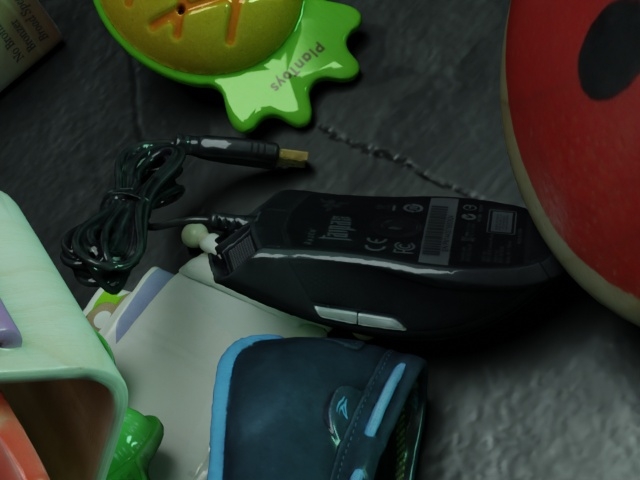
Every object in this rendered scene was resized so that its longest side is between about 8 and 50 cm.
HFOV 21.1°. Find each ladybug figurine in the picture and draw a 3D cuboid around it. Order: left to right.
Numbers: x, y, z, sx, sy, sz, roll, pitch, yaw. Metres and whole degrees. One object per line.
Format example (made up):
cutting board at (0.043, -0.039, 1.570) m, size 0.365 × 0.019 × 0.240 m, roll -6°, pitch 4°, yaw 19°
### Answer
ladybug figurine at (0.242, -0.148, 0.864) m, size 0.305 × 0.162 × 0.449 m, roll 8°, pitch 58°, yaw 23°

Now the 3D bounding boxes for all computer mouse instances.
computer mouse at (0.000, 0.000, 0.937) m, size 0.262 × 0.060 × 0.184 m, roll 2°, pitch 24°, yaw 2°

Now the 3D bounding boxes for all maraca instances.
maraca at (-0.059, -0.146, 1.050) m, size 0.185 × 0.099 × 0.127 m, roll 43°, pitch 81°, yaw 12°

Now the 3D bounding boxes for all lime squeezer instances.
lime squeezer at (-0.123, 0.077, 0.885) m, size 0.059 × 0.110 × 0.310 m, roll -25°, pitch 52°, yaw -18°

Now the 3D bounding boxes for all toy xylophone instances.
toy xylophone at (-0.156, 0.128, 0.798) m, size 0.081 × 0.323 × 0.236 m, roll -13°, pitch 43°, yaw -33°

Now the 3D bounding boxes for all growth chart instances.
growth chart at (-0.102, 0.090, 0.948) m, size 0.172 × 0.021 × 0.237 m, roll 33°, pitch 74°, yaw 37°

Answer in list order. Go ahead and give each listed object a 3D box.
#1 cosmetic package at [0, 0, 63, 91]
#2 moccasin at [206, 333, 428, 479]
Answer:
cosmetic package at (-0.337, -0.110, 1.105) m, size 0.296 × 0.153 × 0.129 m, roll -42°, pitch 50°, yaw -7°
moccasin at (0.007, 0.178, 0.767) m, size 0.117 × 0.138 × 0.342 m, roll -5°, pitch 56°, yaw 6°
